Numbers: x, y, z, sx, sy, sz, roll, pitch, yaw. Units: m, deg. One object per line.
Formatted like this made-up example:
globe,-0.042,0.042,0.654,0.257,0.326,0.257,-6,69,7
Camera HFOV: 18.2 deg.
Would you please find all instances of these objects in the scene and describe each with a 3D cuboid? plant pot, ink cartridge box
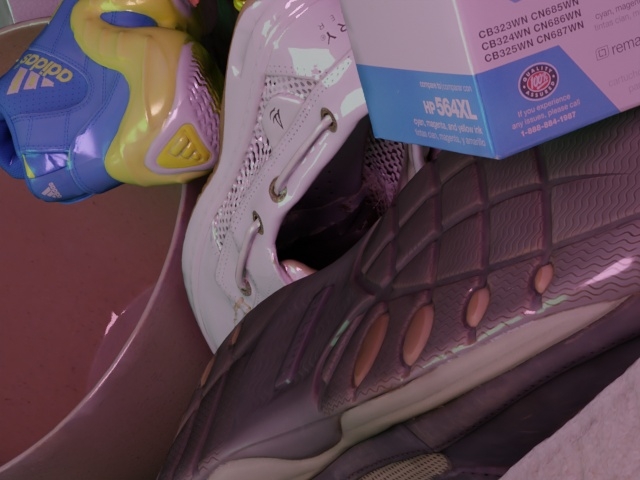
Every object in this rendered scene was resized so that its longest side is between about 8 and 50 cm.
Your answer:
plant pot,-0.134,0.041,1.134,0.191,0.284,0.284,36,-169,-47
ink cartridge box,0.057,-0.111,0.655,0.090,0.092,0.143,20,129,65

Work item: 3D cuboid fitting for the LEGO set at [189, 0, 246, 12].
LEGO set,-0.088,-0.202,0.918,0.132,0.107,0.287,-170,63,-71

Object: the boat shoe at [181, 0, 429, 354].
boat shoe,0.000,0.000,0.913,0.096,0.098,0.277,57,156,33

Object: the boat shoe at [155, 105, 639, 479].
boat shoe,0.063,0.054,0.783,0.130,0.132,0.355,33,150,-15

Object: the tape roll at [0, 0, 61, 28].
tape roll,-0.241,-0.191,1.408,0.392,0.072,0.392,54,156,38

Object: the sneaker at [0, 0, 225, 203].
sneaker,-0.117,-0.103,0.997,0.240,0.126,0.091,-104,-10,-54

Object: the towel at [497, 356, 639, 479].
towel,0.092,0.157,0.642,0.282,0.049,0.187,-50,39,48
